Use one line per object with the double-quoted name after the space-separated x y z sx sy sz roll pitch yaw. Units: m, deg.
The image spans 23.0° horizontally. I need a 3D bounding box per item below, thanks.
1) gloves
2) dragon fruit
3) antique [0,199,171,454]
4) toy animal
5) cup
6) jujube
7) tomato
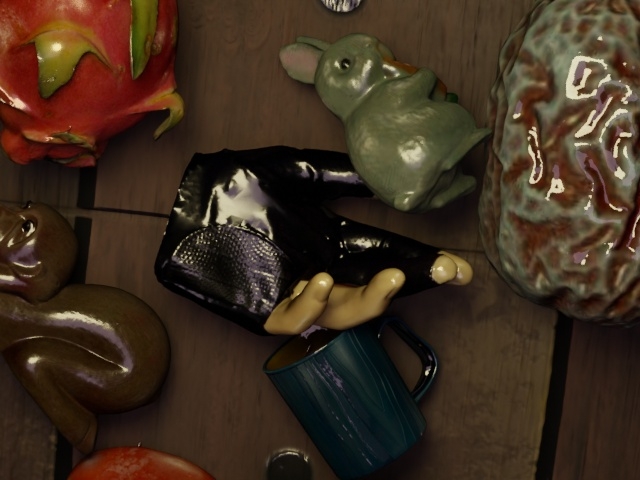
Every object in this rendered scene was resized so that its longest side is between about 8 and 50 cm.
-0.004 0.001 1.502 0.301 0.152 0.197 12 77 17 "gloves"
-0.233 -0.186 1.448 0.224 0.224 0.227 0 82 1 "dragon fruit"
-0.254 0.072 1.544 0.143 0.121 0.257 -37 98 0 "antique"
0.049 -0.129 1.457 0.236 0.108 0.138 44 55 15 "toy animal"
0.042 0.145 1.554 0.150 0.113 0.138 -31 100 8 "cup"
0.258 -0.082 1.449 0.226 0.226 0.317 8 98 0 "jujube"
-0.188 0.301 1.604 0.174 0.082 0.166 21 101 -5 "tomato"
